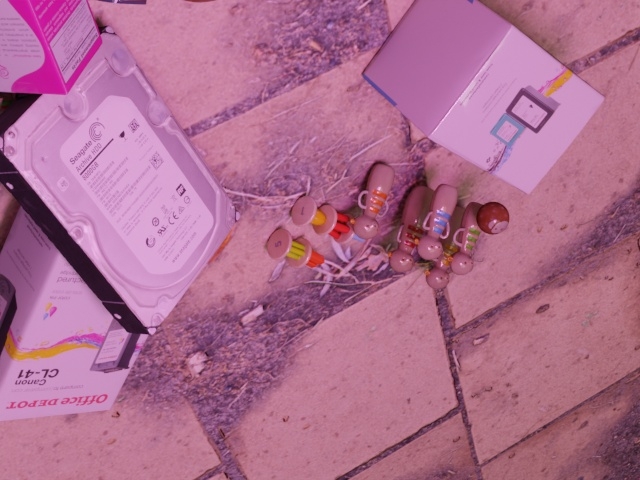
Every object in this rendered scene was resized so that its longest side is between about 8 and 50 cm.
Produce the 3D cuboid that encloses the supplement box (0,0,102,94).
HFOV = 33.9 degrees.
[{"bbox_3d":[-0.349,-0.285,1.199,0.111,0.114,0.220,6,136,17],"label":"supplement box"}]

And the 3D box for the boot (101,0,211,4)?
[{"bbox_3d":[-0.186,-0.352,1.298,0.219,0.082,0.106,-17,122,-44],"label":"boot"}]

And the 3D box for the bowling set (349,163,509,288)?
[{"bbox_3d":[0.201,-0.007,1.741,0.287,0.200,0.154,23,84,-40],"label":"bowling set"}]

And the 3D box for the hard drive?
[{"bbox_3d":[-0.260,-0.074,1.366,0.237,0.064,0.339,-55,128,-33],"label":"hard drive"}]

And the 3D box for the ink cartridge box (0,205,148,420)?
[{"bbox_3d":[-0.359,0.100,1.511,0.226,0.131,0.306,3,122,-47],"label":"ink cartridge box"}]

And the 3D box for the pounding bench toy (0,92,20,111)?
[{"bbox_3d":[-0.389,-0.180,1.309,0.065,0.083,0.052,5,122,-35],"label":"pounding bench toy"}]

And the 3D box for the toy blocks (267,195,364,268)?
[{"bbox_3d":[0.000,0.000,1.739,0.148,0.054,0.123,23,110,-44],"label":"toy blocks"}]

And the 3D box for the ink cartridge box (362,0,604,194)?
[{"bbox_3d":[0.251,-0.234,1.606,0.270,0.198,0.197,23,110,-44],"label":"ink cartridge box"}]
